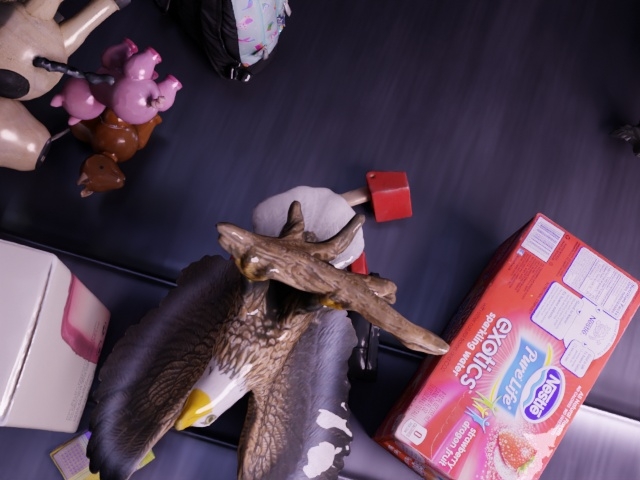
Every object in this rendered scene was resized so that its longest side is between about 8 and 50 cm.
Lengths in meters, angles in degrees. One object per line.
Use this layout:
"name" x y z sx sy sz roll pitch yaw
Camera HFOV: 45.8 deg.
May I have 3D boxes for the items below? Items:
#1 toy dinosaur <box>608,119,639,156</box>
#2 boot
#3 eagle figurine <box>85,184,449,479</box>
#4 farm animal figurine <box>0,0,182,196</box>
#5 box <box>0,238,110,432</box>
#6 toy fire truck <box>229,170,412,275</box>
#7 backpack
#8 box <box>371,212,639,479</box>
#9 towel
"toy dinosaur" 0.424 -0.173 0.781 0.164 0.219 0.322 29 30 18
"boot" 0.010 0.087 0.760 0.099 0.045 0.121 5 73 0
"eagle figurine" -0.066 0.110 0.657 0.225 0.298 0.226 -6 49 -33
"farm animal figurine" -0.287 -0.154 0.652 0.326 0.330 0.172 39 78 5
"box" -0.279 0.081 0.630 0.148 0.232 0.127 14 73 -2
"toy fire truck" 0.000 0.000 0.770 0.191 0.047 0.135 -7 50 6
"backpack" -0.099 -0.268 0.780 0.152 0.182 0.115 41 74 7
"box" 0.176 0.120 0.723 0.128 0.123 0.257 35 73 5
"towel" -0.206 0.204 0.718 0.083 0.009 0.060 -29 78 -13
